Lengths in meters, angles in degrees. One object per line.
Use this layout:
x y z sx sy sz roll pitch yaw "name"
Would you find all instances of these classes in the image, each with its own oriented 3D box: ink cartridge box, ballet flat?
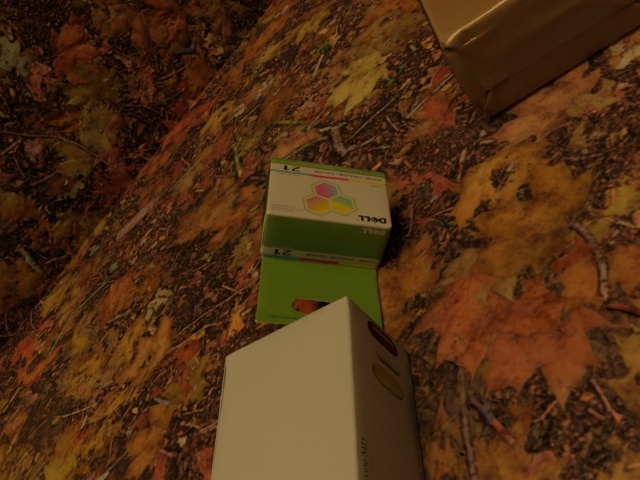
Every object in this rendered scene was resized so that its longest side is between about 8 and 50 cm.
0.007 0.002 0.900 0.255 0.188 0.097 -91 10 -47 "ink cartridge box"
0.000 0.000 1.030 0.086 0.086 0.248 -34 37 18 "ballet flat"

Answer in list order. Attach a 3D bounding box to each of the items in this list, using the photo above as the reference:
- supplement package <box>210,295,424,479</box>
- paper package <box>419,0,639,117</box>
-0.005 0.236 0.711 0.204 0.145 0.262 -29 37 24 "supplement package"
0.332 -0.409 1.000 0.309 0.168 0.325 -30 36 21 "paper package"
